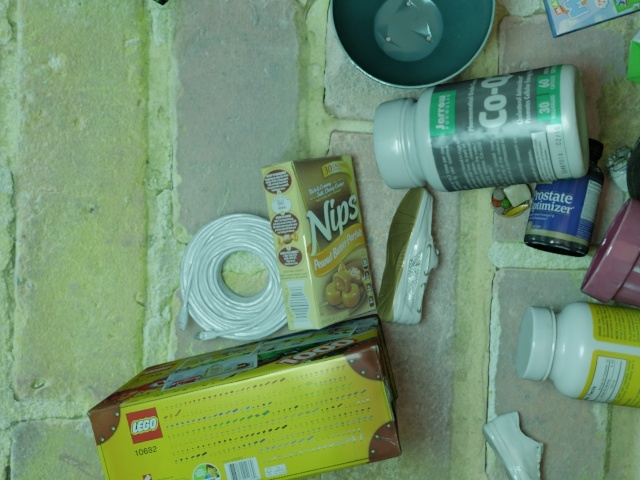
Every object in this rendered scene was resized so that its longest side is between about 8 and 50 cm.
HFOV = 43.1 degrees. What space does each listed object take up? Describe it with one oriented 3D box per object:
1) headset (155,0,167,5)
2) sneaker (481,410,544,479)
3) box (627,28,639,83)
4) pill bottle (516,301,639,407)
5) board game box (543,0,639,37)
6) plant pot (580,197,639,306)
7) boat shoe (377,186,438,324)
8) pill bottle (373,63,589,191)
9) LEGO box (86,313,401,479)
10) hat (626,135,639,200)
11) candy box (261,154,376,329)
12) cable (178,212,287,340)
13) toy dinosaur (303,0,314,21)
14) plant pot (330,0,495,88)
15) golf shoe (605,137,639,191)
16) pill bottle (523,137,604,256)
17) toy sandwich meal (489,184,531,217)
[{"bbox_3d":[-0.212,-0.618,1.538,0.185,0.243,0.393,24,76,-22],"label":"headset"},{"bbox_3d":[0.415,0.445,1.624,0.094,0.080,0.212,-29,90,-7],"label":"sneaker"},{"bbox_3d":[0.730,-0.359,1.449,0.262,0.126,0.231,31,76,26],"label":"box"},{"bbox_3d":[0.555,0.217,1.540,0.334,0.188,0.187,8,94,3],"label":"pill bottle"},{"bbox_3d":[0.536,-0.503,1.572,0.212,0.039,0.160,-17,93,6],"label":"board game box"},{"bbox_3d":[0.613,0.046,1.506,0.180,0.201,0.201,26,95,12],"label":"plant pot"},{"bbox_3d":[0.188,0.032,1.609,0.096,0.098,0.276,13,91,-20],"label":"boat shoe"},{"bbox_3d":[0.294,-0.196,1.486,0.361,0.204,0.204,-6,93,24],"label":"pill bottle"},{"bbox_3d":[-0.113,0.305,1.499,0.501,0.372,0.193,-14,92,4],"label":"LEGO box"},{"bbox_3d":[0.752,-0.129,1.496,0.332,0.134,0.331,-1,109,-3],"label":"hat"},{"bbox_3d":[0.000,0.000,1.563,0.088,0.183,0.316,-6,94,40],"label":"candy box"},{"bbox_3d":[-0.154,0.073,1.630,0.257,0.089,0.256,2,93,3],"label":"cable"},{"bbox_3d":[0.009,-0.525,1.600,0.183,0.053,0.092,-42,91,5],"label":"toy dinosaur"},{"bbox_3d":[0.168,-0.420,1.523,0.291,0.195,0.290,0,94,4],"label":"plant pot"},{"bbox_3d":[0.647,-0.162,1.584,0.176,0.069,0.086,-28,116,5],"label":"golf shoe"},{"bbox_3d":[0.473,-0.086,1.554,0.123,0.123,0.219,13,86,3],"label":"pill bottle"},{"bbox_3d":[0.379,-0.084,1.612,0.086,0.029,0.085,0,93,4],"label":"toy sandwich meal"}]
